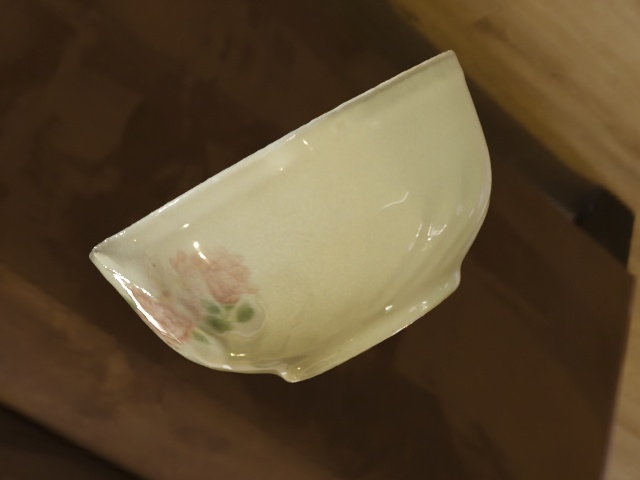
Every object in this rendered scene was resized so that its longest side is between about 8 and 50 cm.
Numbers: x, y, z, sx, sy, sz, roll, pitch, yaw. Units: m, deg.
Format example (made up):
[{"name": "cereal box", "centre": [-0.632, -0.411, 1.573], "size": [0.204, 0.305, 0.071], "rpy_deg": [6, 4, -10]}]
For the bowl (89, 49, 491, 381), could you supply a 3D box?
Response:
[{"name": "bowl", "centre": [0.000, 0.000, 0.889], "size": [0.277, 0.277, 0.145], "rpy_deg": [-26, 96, 50]}]
